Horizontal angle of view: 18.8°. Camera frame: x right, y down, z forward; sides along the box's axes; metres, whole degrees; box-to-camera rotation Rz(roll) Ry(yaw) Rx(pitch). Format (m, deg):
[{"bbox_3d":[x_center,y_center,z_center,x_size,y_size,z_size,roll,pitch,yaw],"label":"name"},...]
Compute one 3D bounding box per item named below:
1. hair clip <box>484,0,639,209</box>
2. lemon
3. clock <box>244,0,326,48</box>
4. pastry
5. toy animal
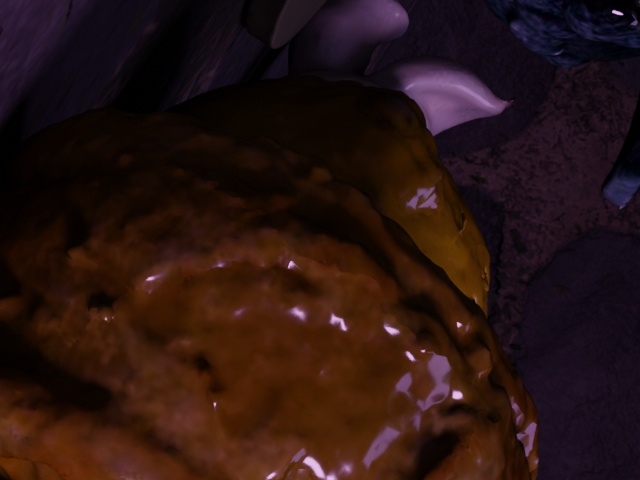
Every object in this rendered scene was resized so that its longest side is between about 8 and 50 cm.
[{"bbox_3d":[0.091,-0.147,0.700,0.194,0.206,0.310,-53,180,7],"label":"hair clip"},{"bbox_3d":[-0.027,0.033,0.896,0.260,0.204,0.204,-56,179,33],"label":"lemon"},{"bbox_3d":[0.030,-0.208,1.050,0.235,0.029,0.235,-55,178,-3],"label":"clock"},{"bbox_3d":[-0.031,0.063,0.664,0.240,0.235,0.132,-3,-126,59],"label":"pastry"},{"bbox_3d":[0.001,0.003,1.289,0.247,0.182,0.310,-44,147,-64],"label":"toy animal"}]
